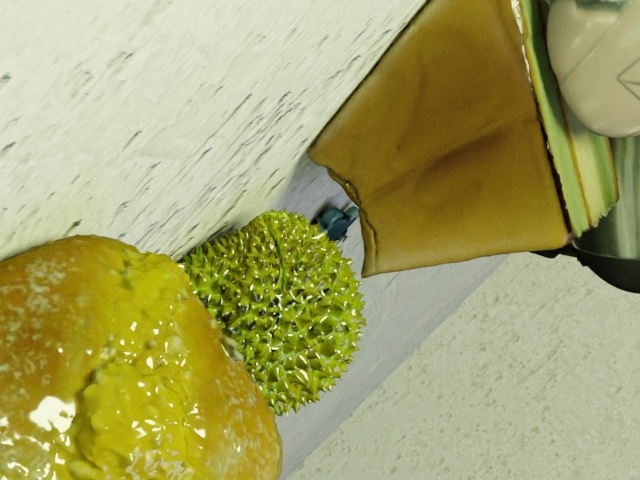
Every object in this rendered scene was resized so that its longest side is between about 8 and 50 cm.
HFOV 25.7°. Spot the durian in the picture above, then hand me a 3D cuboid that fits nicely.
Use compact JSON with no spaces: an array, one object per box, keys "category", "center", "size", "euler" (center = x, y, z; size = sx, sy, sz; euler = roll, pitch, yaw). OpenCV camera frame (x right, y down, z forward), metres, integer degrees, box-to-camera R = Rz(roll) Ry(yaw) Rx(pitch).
[{"category":"durian","center":[-0.053,0.071,1.056],"size":[0.198,0.146,0.159],"euler":[-45,168,-12]}]

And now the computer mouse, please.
[{"category":"computer mouse","center":[0.295,-0.242,0.989],"size":[0.389,0.199,0.115],"euler":[-60,-148,-4]}]

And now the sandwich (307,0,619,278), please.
[{"category":"sandwich","center":[0.098,-0.104,1.079],"size":[0.198,0.227,0.155],"euler":[-9,-171,28]}]

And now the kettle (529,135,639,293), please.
[{"category":"kettle","center":[0.257,-0.088,1.193],"size":[0.207,0.251,0.271],"euler":[-62,152,-79]}]

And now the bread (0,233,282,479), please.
[{"category":"bread","center":[-0.149,0.119,0.755],"size":[0.246,0.195,0.176],"euler":[-38,172,-31]}]

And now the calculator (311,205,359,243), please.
[{"category":"calculator","center":[0.000,0.000,1.331],"size":[0.094,0.019,0.141],"euler":[-44,171,2]}]
